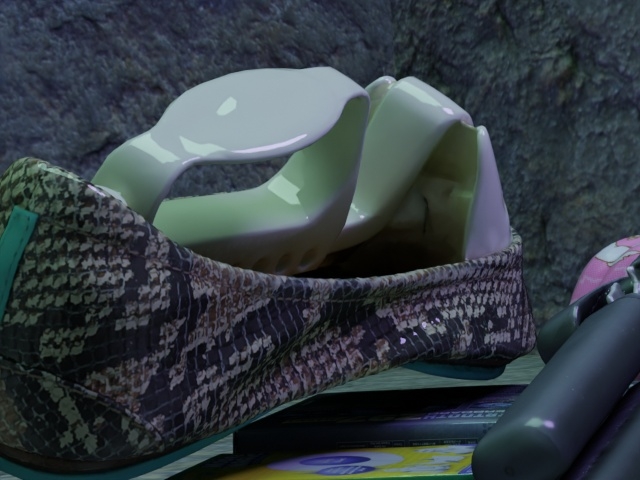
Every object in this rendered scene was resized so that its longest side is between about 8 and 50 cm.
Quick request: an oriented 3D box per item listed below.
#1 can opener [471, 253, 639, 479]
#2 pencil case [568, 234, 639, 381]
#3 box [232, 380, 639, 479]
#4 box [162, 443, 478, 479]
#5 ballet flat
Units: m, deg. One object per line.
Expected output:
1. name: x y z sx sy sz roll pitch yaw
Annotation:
1. can opener: 0.129 0.075 0.881 0.095 0.076 0.283 -35 1 32
2. pencil case: 0.315 0.058 1.115 0.167 0.160 0.386 32 -22 -30
3. box: 0.087 0.115 1.030 0.232 0.059 0.183 -4 0 13
4. box: -0.001 0.125 0.902 0.179 0.043 0.105 -6 1 14
5. ballet flat: 0.000 0.000 0.970 0.164 0.182 0.483 23 16 29
